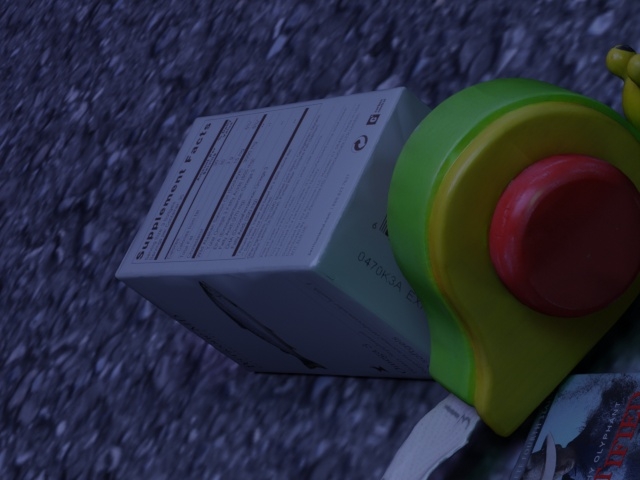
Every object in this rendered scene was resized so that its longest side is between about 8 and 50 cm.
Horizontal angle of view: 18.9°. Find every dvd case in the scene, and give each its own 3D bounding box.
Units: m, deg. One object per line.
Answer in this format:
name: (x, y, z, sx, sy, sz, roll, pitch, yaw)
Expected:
dvd case: (0.123, 0.092, 0.778, 0.119, 0.013, 0.087, -7, 50, 54)

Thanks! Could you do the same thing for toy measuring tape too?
toy measuring tape: (0.045, 0.032, 0.830, 0.330, 0.121, 0.121, -47, 28, -3)

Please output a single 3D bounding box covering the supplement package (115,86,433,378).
supplement package: (0.000, 0.000, 0.967, 0.179, 0.105, 0.105, -4, 55, 54)
